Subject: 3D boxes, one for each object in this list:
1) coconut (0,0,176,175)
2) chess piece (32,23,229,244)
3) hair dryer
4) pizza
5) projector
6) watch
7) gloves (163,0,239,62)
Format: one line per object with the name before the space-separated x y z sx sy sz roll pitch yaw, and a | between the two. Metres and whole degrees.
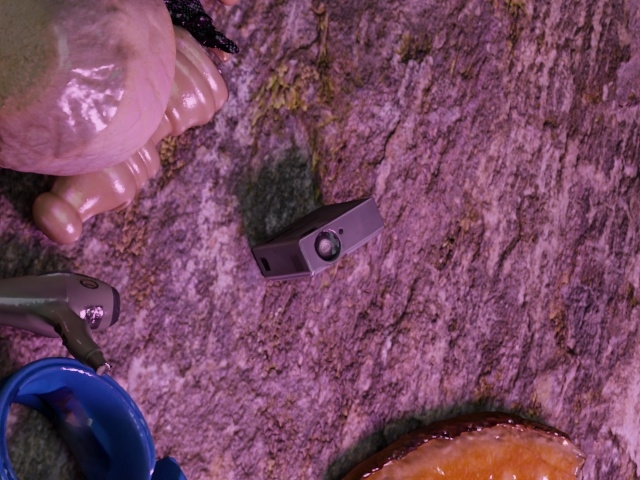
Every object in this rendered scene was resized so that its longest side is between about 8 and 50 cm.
coconut | -0.321 -0.220 1.862 0.329 0.329 0.328 5 82 -37
chess piece | -0.257 -0.127 2.012 0.307 0.124 0.138 -52 146 -25
hair dryer | -0.348 0.093 1.879 0.219 0.225 0.088 9 108 -7
pizza | 0.245 0.396 2.345 0.392 0.080 0.435 -47 114 -31
projector | 0.000 0.000 2.179 0.147 0.115 0.061 -32 103 -35
watch | -0.287 0.266 1.879 0.274 0.241 0.305 59 35 -2
gloves | -0.176 -0.308 2.101 0.129 0.106 0.180 -71 145 -52
